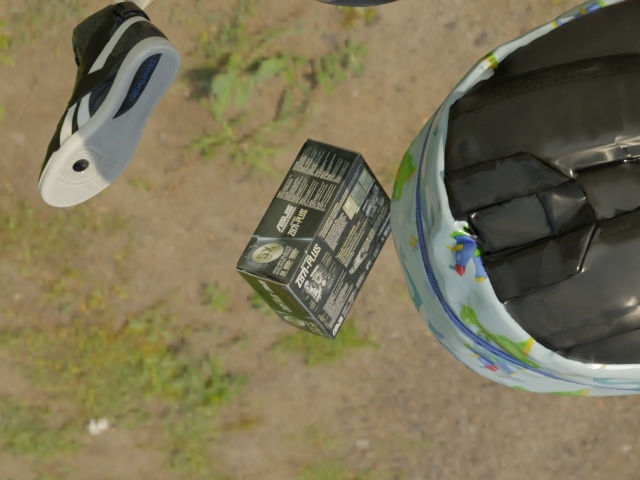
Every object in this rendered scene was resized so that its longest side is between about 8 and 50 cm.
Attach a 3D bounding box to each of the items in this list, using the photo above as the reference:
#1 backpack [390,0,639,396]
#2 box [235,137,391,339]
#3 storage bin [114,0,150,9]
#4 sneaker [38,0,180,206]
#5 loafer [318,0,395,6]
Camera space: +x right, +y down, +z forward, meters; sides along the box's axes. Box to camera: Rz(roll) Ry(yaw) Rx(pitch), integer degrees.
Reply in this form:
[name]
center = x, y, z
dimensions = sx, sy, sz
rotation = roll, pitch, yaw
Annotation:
[backpack]
center = 0.224, -0.029, 0.892
dimensions = 0.356, 0.290, 0.273
rotation = -17, 175, -26
[box]
center = 0.000, 0.000, 1.639
dimensions = 0.078, 0.180, 0.147
rotation = 18, 161, 31
[storage bin]
center = -0.285, -0.526, 2.202
dimensions = 0.260, 0.262, 0.123
rotation = 43, 141, -6
[sneaker]
center = -0.232, -0.146, 1.455
dimensions = 0.079, 0.121, 0.217
rotation = 17, 120, -47
[loafer]
center = -0.020, -0.258, 1.009
dimensions = 0.366, 0.133, 0.130
rotation = -3, 156, -35
